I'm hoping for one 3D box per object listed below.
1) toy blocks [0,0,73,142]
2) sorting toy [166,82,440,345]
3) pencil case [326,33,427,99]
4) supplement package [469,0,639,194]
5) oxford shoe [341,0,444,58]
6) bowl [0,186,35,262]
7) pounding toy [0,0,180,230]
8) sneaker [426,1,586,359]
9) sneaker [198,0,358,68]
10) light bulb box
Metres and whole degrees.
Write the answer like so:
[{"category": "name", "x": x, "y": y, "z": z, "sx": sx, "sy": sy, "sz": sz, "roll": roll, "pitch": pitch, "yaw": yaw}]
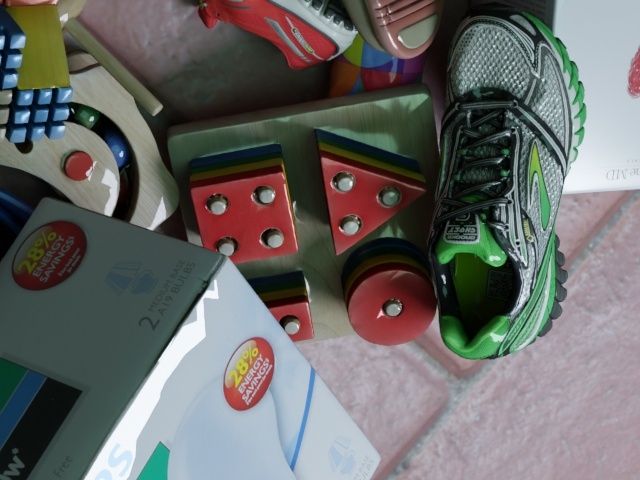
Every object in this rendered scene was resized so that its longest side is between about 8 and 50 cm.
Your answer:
[{"category": "toy blocks", "x": -0.291, "y": -0.178, "z": 1.524, "sx": 0.190, "sy": 0.261, "sz": 0.381, "roll": -6, "pitch": 128, "yaw": -34}, {"category": "sorting toy", "x": 0.000, "y": 0.000, "z": 1.812, "sx": 0.255, "sy": 0.089, "sz": 0.257, "roll": -10, "pitch": 120, "yaw": 0}, {"category": "pencil case", "x": 0.064, "y": -0.219, "z": 1.831, "sx": 0.104, "sy": 0.104, "sz": 0.236, "roll": 2, "pitch": 108, "yaw": -24}, {"category": "supplement package", "x": 0.262, "y": -0.209, "z": 1.874, "sx": 0.177, "sy": 0.175, "sz": 0.293, "roll": -5, "pitch": 109, "yaw": -23}, {"category": "oxford shoe", "x": 0.004, "y": -0.353, "z": 1.716, "sx": 0.140, "sy": 0.146, "sz": 0.397, "roll": -28, "pitch": 105, "yaw": -47}, {"category": "bowl", "x": -0.402, "y": 0.109, "z": 1.737, "sx": 0.391, "sy": 0.077, "sz": 0.391, "roll": -8, "pitch": 111, "yaw": -21}, {"category": "pounding toy", "x": -0.229, "y": -0.087, "z": 1.707, "sx": 0.154, "sy": 0.155, "sz": 0.269, "roll": -32, "pitch": 117, "yaw": -16}, {"category": "sneaker", "x": 0.168, "y": -0.050, "z": 1.745, "sx": 0.146, "sy": 0.134, "sz": 0.344, "roll": -29, "pitch": 119, "yaw": -62}, {"category": "sneaker", "x": -0.091, "y": -0.253, "z": 1.750, "sx": 0.279, "sy": 0.107, "sz": 0.118, "roll": 37, "pitch": 131, "yaw": -16}, {"category": "light bulb box", "x": -0.176, "y": 0.219, "z": 1.673, "sx": 0.358, "sy": 0.225, "sz": 0.361, "roll": -59, "pitch": 142, "yaw": -19}]
